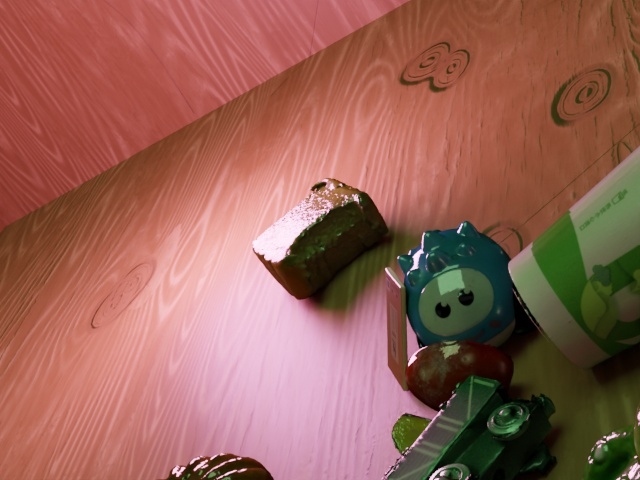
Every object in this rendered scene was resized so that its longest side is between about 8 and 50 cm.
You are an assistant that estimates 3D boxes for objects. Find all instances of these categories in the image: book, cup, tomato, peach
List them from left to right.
[{"bbox_3d":[0.121,0.139,1.988,0.012,0.172,0.118,-5,15,-8],"label":"book"},{"bbox_3d":[0.150,0.280,1.811,0.083,0.050,0.077,-37,44,22],"label":"peach"},{"bbox_3d":[0.196,0.212,1.795,0.159,0.139,0.091,-20,50,43],"label":"tomato"},{"bbox_3d":[0.417,0.026,1.706,0.274,0.253,0.253,-36,21,18],"label":"cup"}]

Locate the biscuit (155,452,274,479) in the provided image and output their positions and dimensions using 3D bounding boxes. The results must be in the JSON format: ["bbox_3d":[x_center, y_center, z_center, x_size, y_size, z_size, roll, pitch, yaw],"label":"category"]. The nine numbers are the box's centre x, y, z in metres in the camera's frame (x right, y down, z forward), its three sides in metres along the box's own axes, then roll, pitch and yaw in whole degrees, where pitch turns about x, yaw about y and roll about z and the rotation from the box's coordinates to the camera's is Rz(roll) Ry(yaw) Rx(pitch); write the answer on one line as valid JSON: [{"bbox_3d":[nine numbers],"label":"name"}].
[{"bbox_3d":[-0.214,0.454,1.937,0.326,0.107,0.325,-33,23,16],"label":"biscuit"}]

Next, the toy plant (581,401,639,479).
[{"bbox_3d":[0.375,0.266,1.301,0.316,0.185,0.224,113,151,-51],"label":"toy plant"}]

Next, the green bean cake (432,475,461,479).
[{"bbox_3d":[0.203,0.363,1.343,0.097,0.232,0.198,-44,20,-10],"label":"green bean cake"}]

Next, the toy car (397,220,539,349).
[{"bbox_3d":[0.214,0.073,1.953,0.189,0.190,0.255,-28,26,16],"label":"toy car"}]

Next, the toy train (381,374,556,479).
[{"bbox_3d":[0.195,0.293,1.644,0.269,0.115,0.154,-47,30,-22],"label":"toy train"}]

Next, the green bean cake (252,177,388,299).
[{"bbox_3d":[0.000,0.000,2.482,0.236,0.124,0.233,-39,22,-8],"label":"green bean cake"}]
